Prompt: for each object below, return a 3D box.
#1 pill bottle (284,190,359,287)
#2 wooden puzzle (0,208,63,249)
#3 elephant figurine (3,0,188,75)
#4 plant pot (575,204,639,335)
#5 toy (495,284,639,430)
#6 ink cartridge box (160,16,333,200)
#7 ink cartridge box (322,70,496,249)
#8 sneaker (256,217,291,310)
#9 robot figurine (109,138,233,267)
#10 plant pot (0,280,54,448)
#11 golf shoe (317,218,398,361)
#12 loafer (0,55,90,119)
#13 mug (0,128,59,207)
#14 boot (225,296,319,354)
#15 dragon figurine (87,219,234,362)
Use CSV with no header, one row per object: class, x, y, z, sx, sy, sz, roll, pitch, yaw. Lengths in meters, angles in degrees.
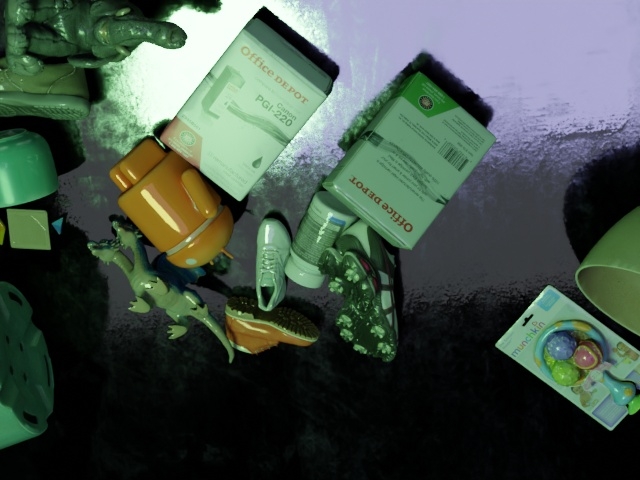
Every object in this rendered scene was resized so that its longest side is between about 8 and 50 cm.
pill bottle,0.000,0.000,1.748,0.078,0.078,0.137,25,113,-3
wooden puzzle,-0.472,-0.019,1.840,0.116,0.014,0.079,9,117,4
elephant figurine,-0.326,-0.307,1.631,0.239,0.186,0.169,0,148,-18
plant pot,0.534,0.033,1.613,0.284,0.284,0.191,33,77,-6
toy,0.410,0.194,1.785,0.237,0.056,0.137,35,111,-7
ink cartridge box,-0.108,-0.193,1.677,0.158,0.092,0.218,38,110,-8
ink cartridge box,0.125,-0.112,1.636,0.153,0.087,0.208,40,83,-9
sneaker,-0.076,0.040,1.785,0.053,0.061,0.152,3,111,8
robot figurine,-0.219,-0.049,1.730,0.158,0.128,0.219,-36,104,20
plant pot,-0.626,0.224,1.808,0.334,0.341,0.341,-16,110,5
golf shoe,0.084,0.081,1.751,0.105,0.120,0.273,17,145,27
loafer,-0.462,-0.237,1.720,0.251,0.094,0.088,7,79,6
mug,-0.486,-0.113,1.739,0.157,0.129,0.097,-6,108,10
boot,-0.081,0.151,1.836,0.157,0.059,0.085,16,117,10
dragon figurine,-0.235,0.075,1.806,0.289,0.144,0.085,33,112,-27
